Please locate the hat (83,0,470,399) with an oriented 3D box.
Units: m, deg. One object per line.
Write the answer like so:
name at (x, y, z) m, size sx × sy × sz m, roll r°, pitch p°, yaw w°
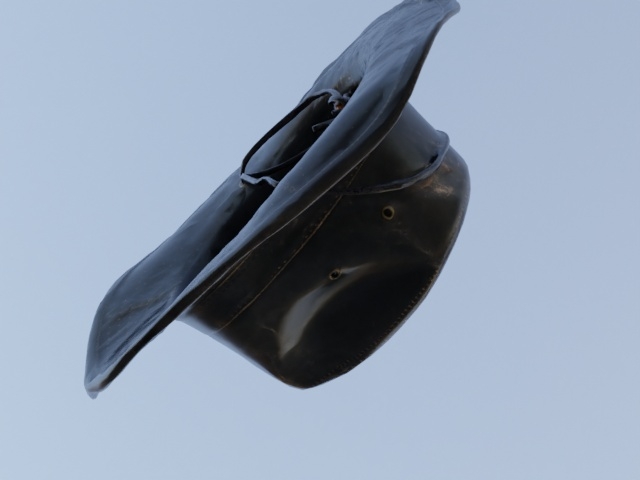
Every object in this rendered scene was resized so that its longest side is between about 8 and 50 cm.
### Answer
hat at (0.000, 0.000, 0.705) m, size 0.134 × 0.331 × 0.331 m, roll 43°, pitch -62°, yaw -14°
